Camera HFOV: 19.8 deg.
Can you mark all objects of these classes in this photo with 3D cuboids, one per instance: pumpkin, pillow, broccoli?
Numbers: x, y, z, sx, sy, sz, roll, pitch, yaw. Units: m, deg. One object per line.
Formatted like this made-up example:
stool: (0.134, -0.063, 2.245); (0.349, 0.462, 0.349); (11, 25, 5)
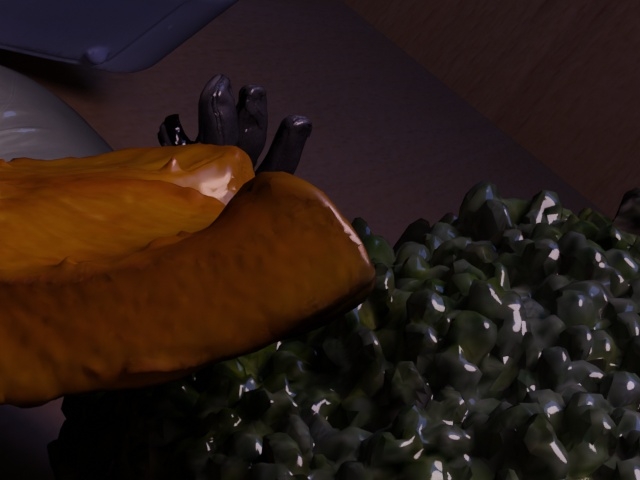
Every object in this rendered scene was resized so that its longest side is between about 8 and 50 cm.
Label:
pumpkin: (-0.137, -0.007, 0.688); (0.258, 0.095, 0.290); (-3, 17, -13)
pillow: (-0.150, -0.022, 0.965); (0.144, 0.078, 0.254); (24, 20, -49)
broccoli: (0.065, 0.092, 0.730); (0.334, 0.272, 0.324); (-21, 61, -23)

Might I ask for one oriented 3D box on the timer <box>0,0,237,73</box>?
timer: (-0.234, -0.309, 1.288); (0.395, 0.173, 0.395); (28, 44, -32)

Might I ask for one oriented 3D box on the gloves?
gloves: (-0.003, 0.010, 1.194); (0.285, 0.119, 0.142); (48, -4, -28)
